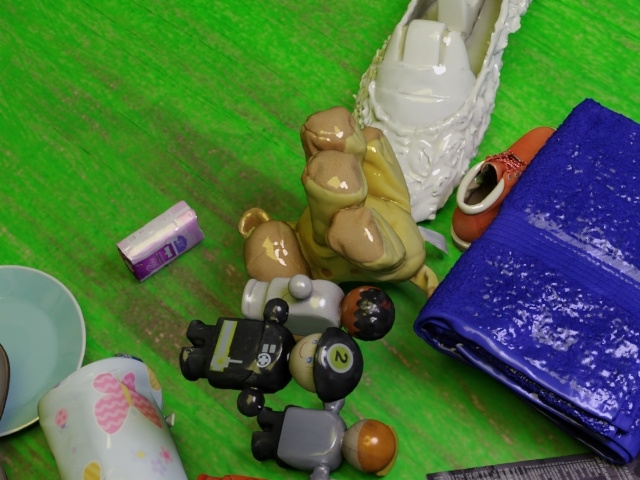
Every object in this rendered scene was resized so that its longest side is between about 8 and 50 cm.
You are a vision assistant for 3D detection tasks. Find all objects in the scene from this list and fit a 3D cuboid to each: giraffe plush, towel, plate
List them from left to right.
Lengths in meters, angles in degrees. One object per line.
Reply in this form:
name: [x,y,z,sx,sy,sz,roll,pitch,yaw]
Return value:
plate: [-0.318,0.111,1.464,0.188,0.024,0.188,-4,60,6]
giraffe plush: [0.000,0.000,1.398,0.170,0.210,0.181,-24,50,21]
towel: [0.257,0.022,1.355,0.228,0.076,0.308,33,63,12]

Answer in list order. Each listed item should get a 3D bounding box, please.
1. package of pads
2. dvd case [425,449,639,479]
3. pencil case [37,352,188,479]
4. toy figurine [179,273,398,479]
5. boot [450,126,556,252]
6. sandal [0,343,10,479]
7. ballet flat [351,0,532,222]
package of pads: [-0.157,0.001,1.485,0.083,0.050,0.032,-34,61,-11]
dvd case: [0.213,0.240,1.241,0.221,0.018,0.164,-6,35,-11]
pencil case: [-0.158,0.237,1.315,0.113,0.124,0.273,-37,56,20]
toy figurine: [-0.012,0.139,1.275,0.148,0.209,0.213,3,106,20]
boot: [0.184,-0.064,1.447,0.059,0.084,0.158,32,69,26]
sandal: [-0.329,0.192,1.377,0.090,0.060,0.219,3,81,11]
ballet flat: [0.124,-0.216,1.516,0.147,0.147,0.409,15,65,17]
